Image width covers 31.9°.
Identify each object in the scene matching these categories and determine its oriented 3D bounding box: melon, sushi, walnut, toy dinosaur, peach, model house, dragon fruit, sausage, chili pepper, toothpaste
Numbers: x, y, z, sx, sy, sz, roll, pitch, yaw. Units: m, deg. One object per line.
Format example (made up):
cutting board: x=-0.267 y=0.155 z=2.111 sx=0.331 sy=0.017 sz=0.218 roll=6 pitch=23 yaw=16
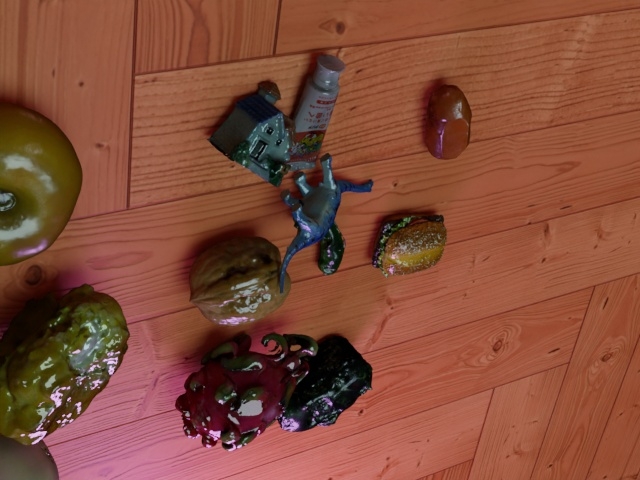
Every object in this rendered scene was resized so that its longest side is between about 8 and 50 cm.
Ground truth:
melon: x=-0.602 y=0.446 z=1.910 sx=0.317 sy=0.223 sz=0.223 roll=-30 pitch=136 yaw=-7
sushi: x=-0.002 y=0.303 z=2.315 sx=0.225 sy=0.127 sz=0.124 roll=-32 pitch=137 yaw=-9
walnut: x=-0.150 y=0.075 z=2.008 sx=0.184 sy=0.155 sz=0.155 roll=-20 pitch=133 yaw=-20
toy dinosaur: x=-0.012 y=-0.061 z=2.022 sx=0.329 sy=0.076 sz=0.144 roll=-51 pitch=126 yaw=-38
peach: x=-0.476 y=-0.083 z=1.642 sx=0.251 sy=0.153 sz=0.251 roll=-9 pitch=117 yaw=-17
model house: x=-0.091 y=-0.185 z=1.875 sx=0.148 sy=0.119 sz=0.149 roll=27 pitch=97 yaw=-46
dragon fruit: x=-0.146 y=0.283 z=2.162 sx=0.273 sy=0.198 sz=0.218 roll=-32 pitch=111 yaw=-44
sausage: x=0.241 y=-0.215 z=2.114 sx=0.089 sy=0.089 sz=0.179 roll=-29 pitch=145 yaw=-15
chili pepper: x=0.004 y=-0.005 z=2.129 sx=0.073 sy=0.050 sz=0.182 roll=-32 pitch=135 yaw=-2
toothpaste: x=-0.016 y=-0.214 z=1.951 sx=0.089 sy=0.057 sz=0.234 roll=-8 pitch=138 yaw=-32

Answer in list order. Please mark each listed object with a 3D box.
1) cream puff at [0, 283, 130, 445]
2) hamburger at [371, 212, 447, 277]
cream puff: x=-0.450 y=0.190 z=1.844 sx=0.282 sy=0.185 sz=0.282 roll=-47 pitch=166 yaw=-15
hamburger: x=0.185 y=0.014 z=2.251 sx=0.166 sy=0.087 sz=0.137 roll=-8 pitch=128 yaw=-32
